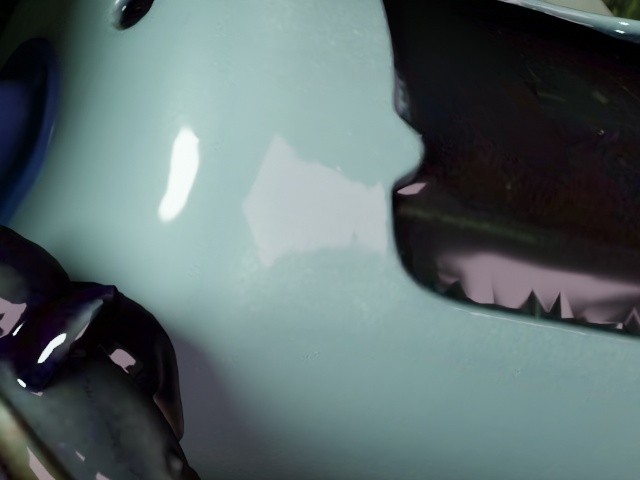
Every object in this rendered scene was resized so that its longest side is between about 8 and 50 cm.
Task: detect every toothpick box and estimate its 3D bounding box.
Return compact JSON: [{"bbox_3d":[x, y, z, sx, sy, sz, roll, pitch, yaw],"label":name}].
[{"bbox_3d":[0.000,0.000,0.716,0.355,0.263,0.263,13,90,-30],"label":"toothpick box"}]

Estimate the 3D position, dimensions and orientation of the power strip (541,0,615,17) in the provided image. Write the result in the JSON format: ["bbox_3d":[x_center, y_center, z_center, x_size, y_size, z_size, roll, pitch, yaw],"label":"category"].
[{"bbox_3d":[0.099,-0.107,0.893,0.338,0.098,0.058,43,68,-40],"label":"power strip"}]

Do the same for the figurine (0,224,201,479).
[{"bbox_3d":[-0.189,0.006,0.489,0.306,0.241,0.411,-27,92,-16],"label":"figurine"}]
